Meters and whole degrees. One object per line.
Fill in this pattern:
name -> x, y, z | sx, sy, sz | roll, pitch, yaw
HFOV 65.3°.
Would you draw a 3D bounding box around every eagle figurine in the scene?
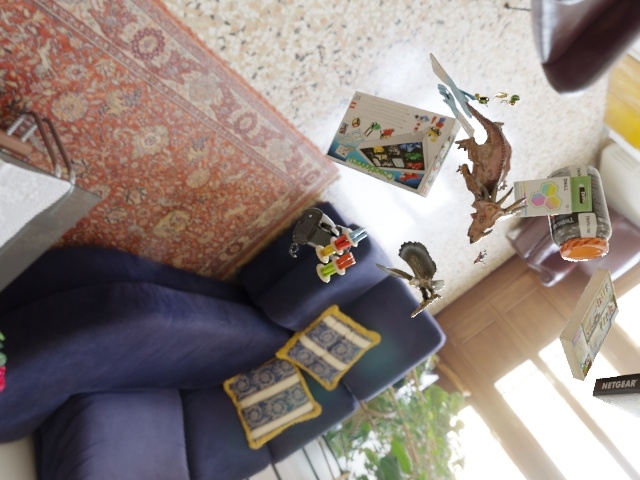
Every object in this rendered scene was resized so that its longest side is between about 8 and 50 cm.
eagle figurine -> 0.429, 0.163, 2.289 | 0.226, 0.298, 0.225 | -32, 165, -6

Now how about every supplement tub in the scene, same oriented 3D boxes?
supplement tub -> 0.999, -0.105, 1.945 | 0.207, 0.337, 0.207 | 2, 155, 1

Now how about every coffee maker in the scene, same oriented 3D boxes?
coffee maker -> 0.000, 0.000, 1.676 | 0.171, 0.120, 0.178 | -48, 130, 11

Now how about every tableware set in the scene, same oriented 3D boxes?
tableware set -> 0.609, -0.490, 1.741 | 0.154, 0.024, 0.104 | 8, 177, 5

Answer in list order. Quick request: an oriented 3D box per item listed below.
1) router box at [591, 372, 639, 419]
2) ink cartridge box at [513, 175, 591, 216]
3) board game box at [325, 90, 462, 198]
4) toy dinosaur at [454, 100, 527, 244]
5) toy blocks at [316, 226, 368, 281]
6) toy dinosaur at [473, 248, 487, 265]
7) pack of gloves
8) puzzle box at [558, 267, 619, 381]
router box -> 1.178, 0.567, 1.782 | 0.081, 0.243, 0.309 | -63, 177, -21
ink cartridge box -> 0.687, -0.131, 1.483 | 0.209, 0.108, 0.062 | -3, -177, 25
board game box -> 0.171, -0.246, 1.247 | 0.053, 0.305, 0.192 | 20, 97, -54
toy dinosaur -> 0.380, -0.156, 1.110 | 0.127, 0.200, 0.295 | -6, 116, 6
toy blocks -> 0.062, 0.030, 1.315 | 0.148, 0.123, 0.054 | -30, 129, 25
toy dinosaur -> 0.647, 0.068, 2.043 | 0.090, 0.047, 0.082 | 22, 132, -28
pack of gloves -> 0.402, -0.416, 1.450 | 0.046, 0.232, 0.195 | -29, 151, 8
puzzle box -> 1.131, 0.347, 2.089 | 0.409, 0.052, 0.272 | -48, 123, -25
